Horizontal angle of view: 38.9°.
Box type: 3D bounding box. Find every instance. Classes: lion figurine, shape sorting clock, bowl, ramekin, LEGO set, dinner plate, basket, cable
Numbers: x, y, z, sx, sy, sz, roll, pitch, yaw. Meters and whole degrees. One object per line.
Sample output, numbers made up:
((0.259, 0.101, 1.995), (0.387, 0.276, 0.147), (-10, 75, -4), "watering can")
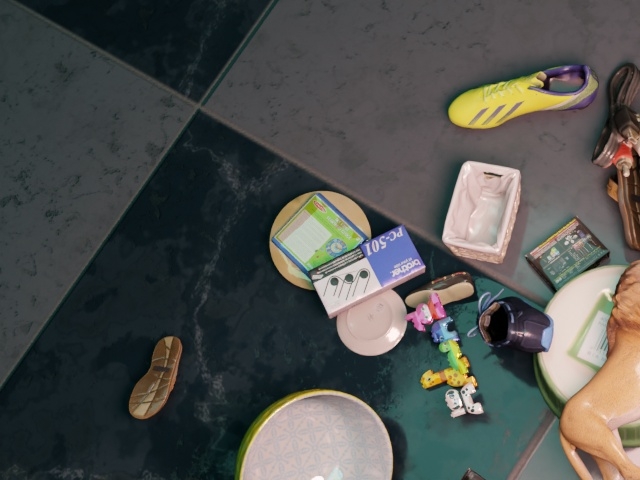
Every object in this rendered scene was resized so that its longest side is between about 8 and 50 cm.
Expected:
((0.465, 0.225, 1.369), (0.240, 0.142, 0.392), (40, 91, 33), "lion figurine")
((0.000, 0.000, 1.818), (0.206, 0.040, 0.206), (-3, 77, 13), "shape sorting clock")
((-0.034, 0.393, 1.611), (0.289, 0.289, 0.156), (-61, 24, -8), "bowl")
((0.506, 0.186, 1.526), (0.304, 0.148, 0.303), (-6, 70, 16), "ramekin")
((0.215, 0.221, 1.649), (0.093, 0.087, 0.227), (-24, 72, 13), "LEGO set")
((0.097, 0.151, 1.748), (0.141, 0.017, 0.141), (-6, 69, 15), "dinner plate")
((0.307, -0.049, 1.700), (0.113, 0.103, 0.167), (12, 76, 21), "basket")
((0.557, -0.215, 1.657), (0.139, 0.072, 0.287), (-46, 15, 32), "cable")

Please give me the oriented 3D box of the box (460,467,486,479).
((0.332, 0.469, 1.389), (0.257, 0.322, 0.079), (35, 84, 25), "box")

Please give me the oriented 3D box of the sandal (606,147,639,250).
((0.557, -0.081, 1.651), (0.060, 0.090, 0.219), (-21, 62, 48), "sandal")

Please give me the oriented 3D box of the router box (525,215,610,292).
((0.452, 0.028, 1.661), (0.122, 0.038, 0.092), (-38, 65, 2), "router box")

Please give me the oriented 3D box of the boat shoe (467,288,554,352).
((0.311, 0.133, 1.552), (0.089, 0.258, 0.109), (8, 84, -10), "boat shoe")

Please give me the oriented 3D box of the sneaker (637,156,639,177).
((0.615, -0.092, 1.600), (0.130, 0.109, 0.286), (21, 70, 5), "sneaker")

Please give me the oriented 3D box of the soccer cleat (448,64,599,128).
((0.385, -0.286, 1.747), (0.289, 0.121, 0.093), (-8, 70, 16), "soccer cleat")

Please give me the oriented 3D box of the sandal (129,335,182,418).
((-0.323, 0.280, 1.828), (0.072, 0.049, 0.180), (11, 61, 16), "sandal")

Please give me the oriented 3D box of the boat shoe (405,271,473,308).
((0.224, 0.095, 1.712), (0.133, 0.049, 0.042), (-18, 39, 19), "boat shoe")

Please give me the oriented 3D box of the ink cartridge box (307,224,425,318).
((0.088, 0.060, 1.743), (0.207, 0.046, 0.097), (-26, 73, -2), "ink cartridge box")
